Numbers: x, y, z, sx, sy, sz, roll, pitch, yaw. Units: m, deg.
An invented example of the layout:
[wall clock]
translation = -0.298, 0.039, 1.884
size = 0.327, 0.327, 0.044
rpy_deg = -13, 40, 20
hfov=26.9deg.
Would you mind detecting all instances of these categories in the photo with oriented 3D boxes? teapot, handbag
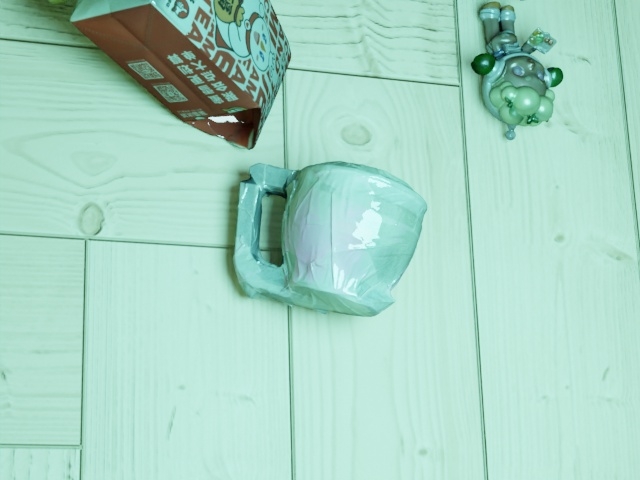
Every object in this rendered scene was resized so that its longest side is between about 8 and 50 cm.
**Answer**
[teapot]
translation = 0.006, -0.002, 1.608
size = 0.222, 0.163, 0.178
rpy_deg = 19, 76, -12
[handbag]
translation = -0.136, -0.254, 1.617
size = 0.298, 0.151, 0.171
rpy_deg = 40, 57, -41

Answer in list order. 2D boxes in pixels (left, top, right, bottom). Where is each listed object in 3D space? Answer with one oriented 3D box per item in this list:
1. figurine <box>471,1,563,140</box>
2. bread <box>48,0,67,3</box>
[figurine]
translation = 0.262, -0.235, 1.803
size = 0.147, 0.093, 0.197
rpy_deg = 6, 70, -29
[bread]
translation = -0.320, -0.390, 1.651
size = 0.213, 0.105, 0.213
rpy_deg = 4, 75, -15
